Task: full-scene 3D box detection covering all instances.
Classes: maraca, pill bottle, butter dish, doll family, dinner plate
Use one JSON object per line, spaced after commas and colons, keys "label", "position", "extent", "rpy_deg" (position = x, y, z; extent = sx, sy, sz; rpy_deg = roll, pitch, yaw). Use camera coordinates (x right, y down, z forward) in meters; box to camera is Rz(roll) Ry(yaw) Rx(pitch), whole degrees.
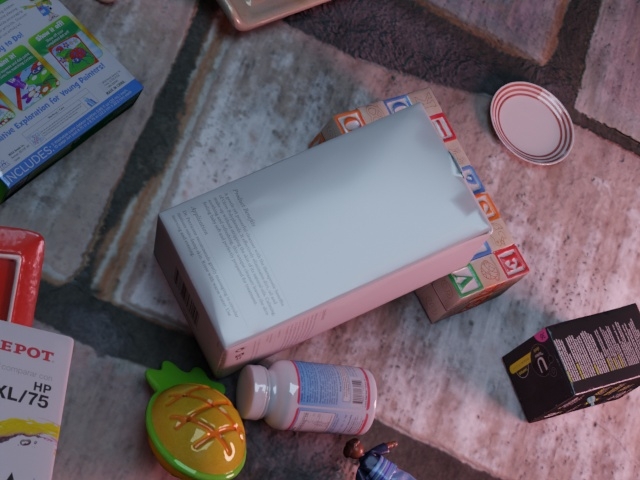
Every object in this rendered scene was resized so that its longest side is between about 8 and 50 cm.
{"label": "maraca", "position": [-0.149, 0.212, 1.802], "extent": [0.127, 0.099, 0.185], "rpy_deg": [18, 33, -29]}
{"label": "pill bottle", "position": [-0.018, 0.192, 1.877], "extent": [0.160, 0.087, 0.087], "rpy_deg": [8, 62, -22]}
{"label": "butter dish", "position": [-0.412, 0.046, 1.752], "extent": [0.160, 0.118, 0.160], "rpy_deg": [6, 104, -26]}
{"label": "doll family", "position": [0.044, 0.325, 1.851], "extent": [0.111, 0.076, 0.193], "rpy_deg": [35, 50, 0]}
{"label": "dinner plate", "position": [0.311, -0.171, 2.269], "extent": [0.141, 0.017, 0.141], "rpy_deg": [12, 60, -21]}

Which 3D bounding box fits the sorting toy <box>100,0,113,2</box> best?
{"label": "sorting toy", "position": [-0.328, -0.443, 2.088], "extent": [0.208, 0.038, 0.193], "rpy_deg": [31, 56, -8]}

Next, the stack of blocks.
{"label": "stack of blocks", "position": [0.132, -0.044, 2.072], "extent": [0.171, 0.087, 0.297], "rpy_deg": [-20, 75, -32]}

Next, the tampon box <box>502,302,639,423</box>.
{"label": "tampon box", "position": [0.351, 0.164, 2.048], "extent": [0.161, 0.120, 0.101], "rpy_deg": [-11, 70, -30]}

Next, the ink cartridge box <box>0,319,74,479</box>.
{"label": "ink cartridge box", "position": [-0.395, 0.233, 1.606], "extent": [0.198, 0.197, 0.270], "rpy_deg": [15, 59, -19]}

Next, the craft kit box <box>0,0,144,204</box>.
{"label": "craft kit box", "position": [-0.394, -0.206, 1.924], "extent": [0.246, 0.061, 0.250], "rpy_deg": [48, 55, 0]}

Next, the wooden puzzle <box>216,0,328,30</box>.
{"label": "wooden puzzle", "position": [-0.069, -0.483, 2.194], "extent": [0.348, 0.080, 0.322], "rpy_deg": [-24, 77, -38]}

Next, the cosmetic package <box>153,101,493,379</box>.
{"label": "cosmetic package", "position": [0.000, 0.000, 1.885], "extent": [0.366, 0.155, 0.197], "rpy_deg": [-22, 75, -15]}
